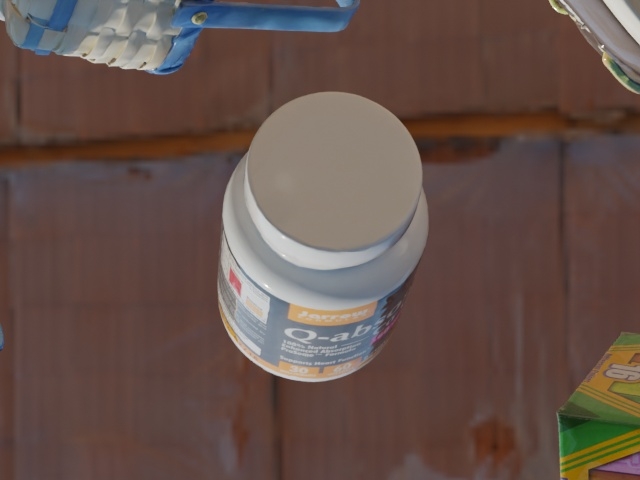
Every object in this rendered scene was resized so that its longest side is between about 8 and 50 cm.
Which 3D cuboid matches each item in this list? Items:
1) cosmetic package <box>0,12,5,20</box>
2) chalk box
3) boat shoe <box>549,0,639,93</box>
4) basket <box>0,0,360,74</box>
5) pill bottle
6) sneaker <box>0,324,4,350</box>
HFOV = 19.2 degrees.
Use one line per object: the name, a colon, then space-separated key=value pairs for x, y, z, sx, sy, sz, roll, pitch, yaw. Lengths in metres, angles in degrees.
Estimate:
cosmetic package: x=-0.340 y=-0.450 z=1.833 sx=0.230 sy=0.161 sz=0.453 roll=19 pitch=136 yaw=-4
chalk box: x=0.353 y=0.197 z=1.507 sx=0.289 sy=0.179 sz=0.180 roll=4 pitch=-160 yaw=24
boat shoe: x=0.166 y=-0.128 z=0.926 sx=0.097 sy=0.116 sz=0.324 roll=3 pitch=170 yaw=39
basket: x=-0.132 y=-0.256 z=1.514 sx=0.289 sy=0.201 sz=0.255 roll=-6 pitch=-131 yaw=-41
pill bottle: x=0.000 y=0.000 z=1.511 sx=0.162 sy=0.162 sz=0.278 roll=0 pitch=159 yaw=-4
sneaker: x=-0.407 y=0.059 z=2.169 sx=0.063 sy=0.162 sz=0.073 roll=-29 pitch=-170 yaw=-31
